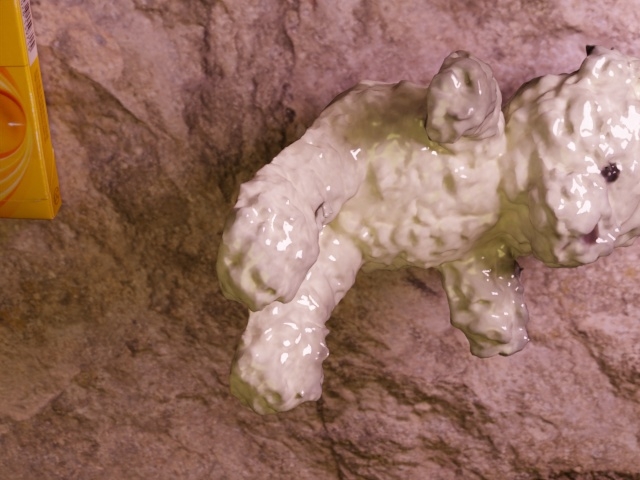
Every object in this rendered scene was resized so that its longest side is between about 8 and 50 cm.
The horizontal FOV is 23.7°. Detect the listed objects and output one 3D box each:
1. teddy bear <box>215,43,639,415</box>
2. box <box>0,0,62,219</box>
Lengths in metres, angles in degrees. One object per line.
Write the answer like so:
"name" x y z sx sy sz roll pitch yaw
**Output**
"teddy bear" 0.154 -0.011 1.259 0.362 0.375 0.327 13 134 18
"box" -0.335 -0.139 1.421 0.152 0.043 0.269 3 125 8
